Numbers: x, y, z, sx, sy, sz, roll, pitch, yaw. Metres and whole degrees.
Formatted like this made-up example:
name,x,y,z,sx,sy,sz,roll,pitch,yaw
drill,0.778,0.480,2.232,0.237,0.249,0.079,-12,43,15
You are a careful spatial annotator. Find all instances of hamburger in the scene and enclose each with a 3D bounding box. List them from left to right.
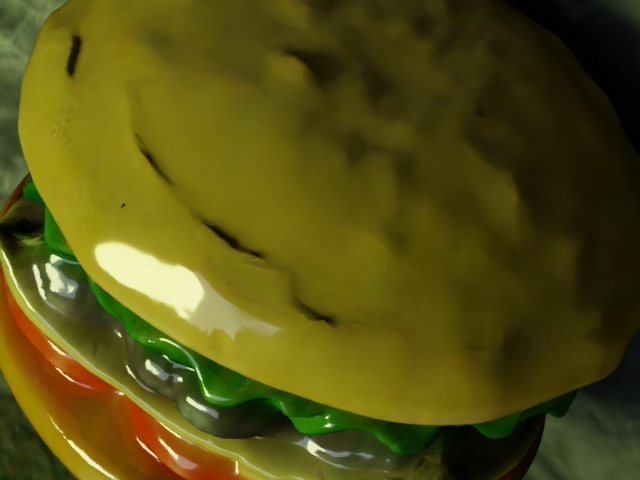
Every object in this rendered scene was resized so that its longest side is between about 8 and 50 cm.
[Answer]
name,x,y,z,sx,sy,sz,roll,pitch,yaw
hamburger,0.000,0.000,0.451,0.162,0.162,0.115,38,133,16
